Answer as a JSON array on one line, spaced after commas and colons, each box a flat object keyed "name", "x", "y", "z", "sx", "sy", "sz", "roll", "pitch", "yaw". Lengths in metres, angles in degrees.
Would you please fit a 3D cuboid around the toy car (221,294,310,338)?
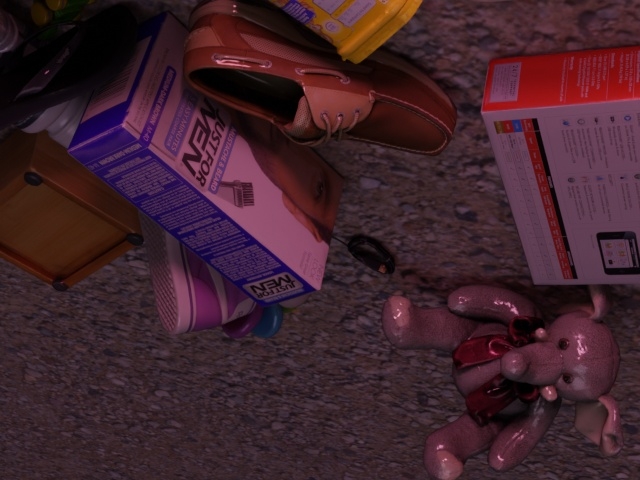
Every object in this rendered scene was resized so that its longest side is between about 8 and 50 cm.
[{"name": "toy car", "x": -0.113, "y": 0.073, "z": 1.551, "sx": 0.159, "sy": 0.136, "sz": 0.182, "roll": -13, "pitch": 138, "yaw": 45}]

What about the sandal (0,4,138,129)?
[{"name": "sandal", "x": -0.316, "y": -0.190, "z": 1.192, "sx": 0.254, "sy": 0.097, "sz": 0.054, "roll": -33, "pitch": 141, "yaw": -10}]

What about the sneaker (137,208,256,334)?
[{"name": "sneaker", "x": -0.151, "y": -0.027, "z": 1.418, "sx": 0.161, "sy": 0.282, "sz": 0.102, "roll": -11, "pitch": -171, "yaw": -29}]

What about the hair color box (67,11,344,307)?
[{"name": "hair color box", "x": -0.124, "y": -0.089, "z": 1.293, "sx": 0.110, "sy": 0.185, "sz": 0.339, "roll": -17, "pitch": 135, "yaw": 36}]

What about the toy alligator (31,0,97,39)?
[{"name": "toy alligator", "x": -0.278, "y": -0.288, "z": 1.189, "sx": 0.189, "sy": 0.056, "sz": 0.051, "roll": -30, "pitch": 85, "yaw": 46}]

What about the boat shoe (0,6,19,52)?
[{"name": "boat shoe", "x": -0.478, "y": -0.279, "z": 1.179, "sx": 0.320, "sy": 0.118, "sz": 0.103, "roll": 20, "pitch": 175, "yaw": 22}]

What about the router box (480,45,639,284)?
[{"name": "router box", "x": 0.368, "y": -0.074, "z": 1.224, "sx": 0.301, "sy": 0.082, "sz": 0.335, "roll": -2, "pitch": 143, "yaw": 22}]

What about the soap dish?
[{"name": "soap dish", "x": -0.365, "y": -0.049, "z": 1.498, "sx": 0.229, "sy": 0.118, "sz": 0.291, "roll": 34, "pitch": 140, "yaw": -26}]

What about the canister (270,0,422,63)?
[{"name": "canister", "x": 0.006, "y": -0.271, "z": 1.086, "sx": 0.170, "sy": 0.073, "sz": 0.126, "roll": 31, "pitch": 142, "yaw": -21}]

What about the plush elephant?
[{"name": "plush elephant", "x": 0.290, "y": 0.173, "z": 1.458, "sx": 0.330, "sy": 0.272, "sz": 0.255, "roll": -5, "pitch": 167, "yaw": -23}]

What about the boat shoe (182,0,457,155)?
[{"name": "boat shoe", "x": -0.007, "y": -0.160, "z": 1.206, "sx": 0.324, "sy": 0.120, "sz": 0.122, "roll": 20, "pitch": 146, "yaw": -8}]

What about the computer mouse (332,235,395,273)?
[{"name": "computer mouse", "x": 0.000, "y": 0.000, "z": 1.502, "sx": 0.242, "sy": 0.041, "sz": 0.071, "roll": 24, "pitch": 144, "yaw": -14}]

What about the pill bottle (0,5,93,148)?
[{"name": "pill bottle", "x": -0.357, "y": -0.194, "z": 1.296, "sx": 0.108, "sy": 0.108, "sz": 0.180, "roll": -22, "pitch": 131, "yaw": 41}]
